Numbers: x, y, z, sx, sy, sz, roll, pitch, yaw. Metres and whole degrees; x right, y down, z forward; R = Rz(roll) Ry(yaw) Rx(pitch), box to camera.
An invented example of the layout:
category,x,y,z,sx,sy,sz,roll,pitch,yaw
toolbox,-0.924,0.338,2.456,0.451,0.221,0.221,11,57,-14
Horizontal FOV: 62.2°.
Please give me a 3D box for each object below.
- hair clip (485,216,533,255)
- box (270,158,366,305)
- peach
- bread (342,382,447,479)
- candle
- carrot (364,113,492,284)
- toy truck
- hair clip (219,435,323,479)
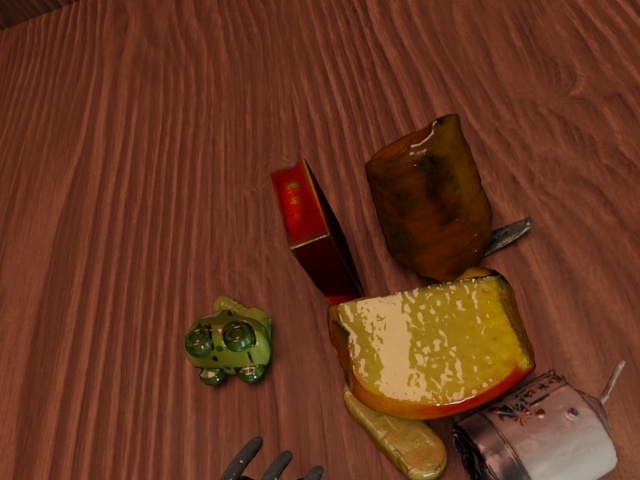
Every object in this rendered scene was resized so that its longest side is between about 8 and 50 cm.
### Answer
category,x,y,z,sx,sy,sz,roll,pitch,yaw
hair clip,0.360,0.006,1.177,0.229,0.036,0.065,-24,50,14
box,0.000,0.000,1.141,0.089,0.313,0.197,-23,56,6
peach,0.217,0.186,0.969,0.381,0.306,0.242,-15,78,-5
bread,0.141,0.355,1.021,0.102,0.094,0.245,-39,56,-16
candle,0.388,0.322,0.888,0.331,0.187,0.187,-27,55,-7
carrot,0.238,-0.095,1.162,0.242,0.340,0.241,-18,17,6
toy truck,-0.191,0.214,1.199,0.187,0.148,0.210,5,38,24
hair clip,-0.028,0.486,0.796,0.319,0.238,0.392,13,33,32
